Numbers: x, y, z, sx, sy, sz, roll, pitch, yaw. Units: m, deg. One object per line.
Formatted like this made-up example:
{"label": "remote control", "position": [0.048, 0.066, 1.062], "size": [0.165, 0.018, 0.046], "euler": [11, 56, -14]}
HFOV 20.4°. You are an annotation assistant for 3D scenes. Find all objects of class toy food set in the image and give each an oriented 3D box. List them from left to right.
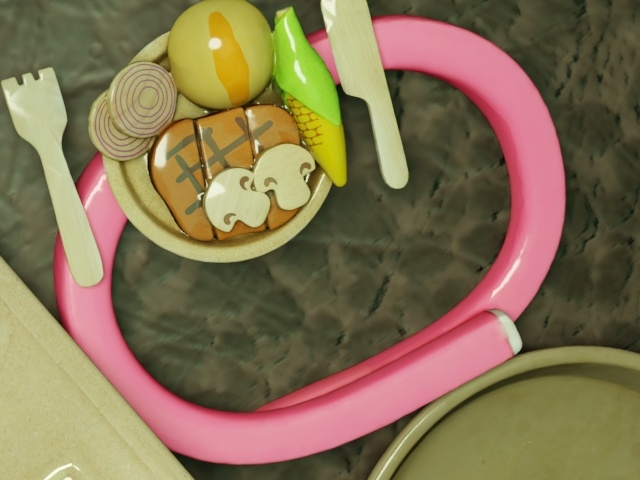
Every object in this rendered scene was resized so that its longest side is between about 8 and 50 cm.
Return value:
{"label": "toy food set", "position": [-0.049, -0.053, 0.892], "size": [0.192, 0.038, 0.132], "euler": [-19, 101, -12]}

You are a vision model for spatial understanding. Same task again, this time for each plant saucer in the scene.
{"label": "plant saucer", "position": [0.137, 0.194, 1.034], "size": [0.278, 0.041, 0.278], "euler": [-2, 99, -15]}

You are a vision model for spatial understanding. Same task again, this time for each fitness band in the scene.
{"label": "fitness band", "position": [0.000, 0.000, 0.956], "size": [0.291, 0.054, 0.209], "euler": [-26, 105, -12]}

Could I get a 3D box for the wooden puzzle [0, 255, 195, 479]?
{"label": "wooden puzzle", "position": [-0.222, 0.180, 0.866], "size": [0.322, 0.080, 0.348], "euler": [-40, 81, -10]}
